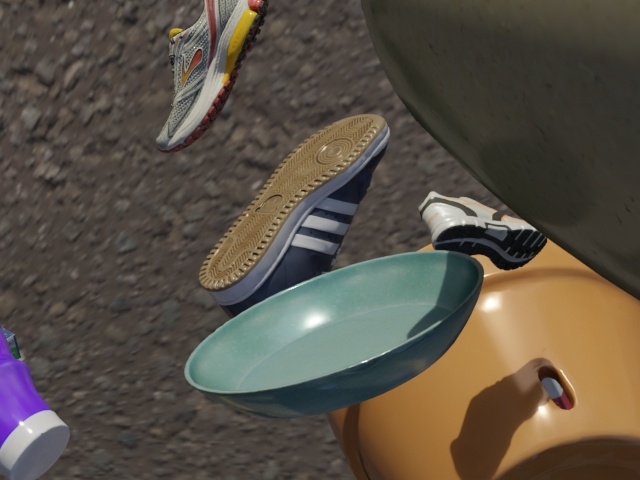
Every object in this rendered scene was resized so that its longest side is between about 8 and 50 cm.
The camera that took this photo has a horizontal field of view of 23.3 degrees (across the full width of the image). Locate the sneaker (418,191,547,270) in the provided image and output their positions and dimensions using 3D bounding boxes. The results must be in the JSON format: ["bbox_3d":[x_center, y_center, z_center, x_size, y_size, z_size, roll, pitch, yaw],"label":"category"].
[{"bbox_3d":[0.111,-0.010,1.054,0.109,0.040,0.044,14,34,-42],"label":"sneaker"}]

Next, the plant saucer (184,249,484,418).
[{"bbox_3d":[0.008,0.038,0.587,0.119,0.119,0.021,-25,105,-19],"label":"plant saucer"}]

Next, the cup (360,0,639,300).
[{"bbox_3d":[0.153,-0.105,0.508,0.331,0.237,0.331,-8,101,-47],"label":"cup"}]

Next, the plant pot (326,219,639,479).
[{"bbox_3d":[0.166,0.157,1.225,0.290,0.203,0.291,-8,127,-11],"label":"plant pot"}]

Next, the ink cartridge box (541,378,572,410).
[{"bbox_3d":[0.208,0.095,1.612,0.175,0.072,0.127,61,30,-27],"label":"ink cartridge box"}]

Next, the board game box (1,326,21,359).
[{"bbox_3d":[-0.445,0.141,1.675,0.201,0.136,0.035,-35,132,-35],"label":"board game box"}]

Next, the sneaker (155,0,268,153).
[{"bbox_3d":[-0.145,-0.208,1.859,0.092,0.088,0.225,26,99,2],"label":"sneaker"}]

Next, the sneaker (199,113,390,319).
[{"bbox_3d":[0.000,0.000,1.696,0.282,0.099,0.153,-49,124,-22],"label":"sneaker"}]

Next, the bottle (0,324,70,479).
[{"bbox_3d":[-0.338,0.101,1.362,0.283,0.092,0.118,39,77,22],"label":"bottle"}]
